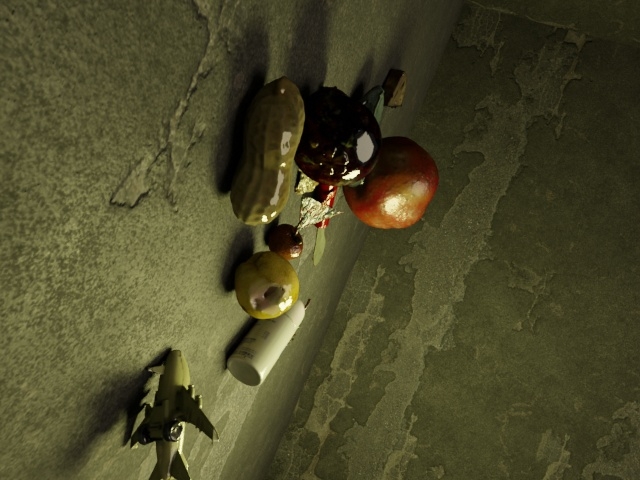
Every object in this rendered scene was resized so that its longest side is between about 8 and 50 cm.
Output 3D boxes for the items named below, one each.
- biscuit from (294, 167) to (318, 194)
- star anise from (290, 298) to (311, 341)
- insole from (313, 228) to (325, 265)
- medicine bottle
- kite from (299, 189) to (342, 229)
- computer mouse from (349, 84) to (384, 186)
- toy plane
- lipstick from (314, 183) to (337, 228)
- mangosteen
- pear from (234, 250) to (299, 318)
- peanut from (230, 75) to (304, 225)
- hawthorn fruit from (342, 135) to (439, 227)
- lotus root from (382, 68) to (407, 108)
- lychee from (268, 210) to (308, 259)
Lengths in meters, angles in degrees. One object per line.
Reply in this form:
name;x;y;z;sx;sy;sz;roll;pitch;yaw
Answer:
biscuit;-0.025;-0.218;1.221;0.183;0.061;0.118;94;21;-54
star anise;-0.123;0.366;1.776;0.234;0.073;0.177;-51;177;-47
insole;0.000;0.000;1.810;0.119;0.009;0.348;-57;164;-36
medicine bottle;-0.164;0.309;1.393;0.341;0.130;0.130;-54;162;-48
kite;-0.008;-0.102;1.439;0.189;0.009;0.232;-47;148;14
computer mouse;0.132;-0.374;1.480;0.203;0.114;0.373;58;48;-72
toy plane;-0.303;0.352;0.850;0.104;0.242;0.256;17;59;-58
lipstick;0.019;-0.160;1.467;0.073;0.073;0.279;-55;164;-43
mangosteen;0.040;-0.279;1.066;0.231;0.231;0.289;94;1;-55
pear;-0.141;0.112;1.088;0.178;0.178;0.178;23;90;-77
peanut;-0.104;-0.174;0.842;0.136;0.120;0.298;-99;-157;-66
hawthorn fruit;0.255;-0.235;1.714;0.403;0.403;0.402;23;90;-77
lotus root;0.324;-0.666;1.858;0.261;0.074;0.170;-30;140;-67
lychee;-0.096;-0.004;1.195;0.140;0.101;0.114;117;-28;-54
